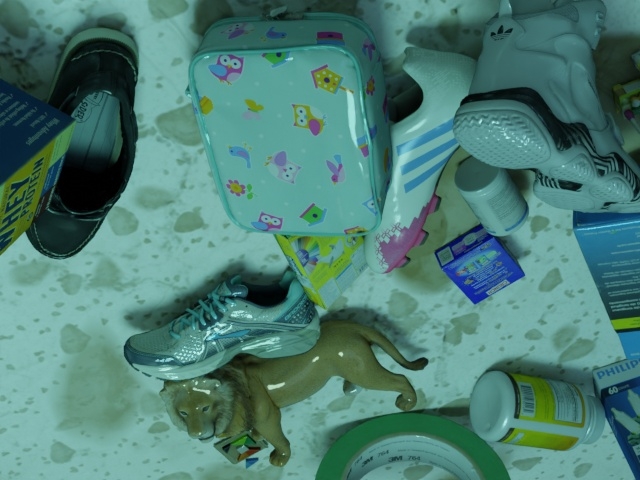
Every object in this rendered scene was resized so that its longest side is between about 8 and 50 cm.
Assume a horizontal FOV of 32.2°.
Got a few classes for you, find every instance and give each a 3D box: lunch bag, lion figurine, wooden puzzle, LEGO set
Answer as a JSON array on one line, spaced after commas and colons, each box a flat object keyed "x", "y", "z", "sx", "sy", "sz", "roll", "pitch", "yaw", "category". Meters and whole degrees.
[{"x": -0.036, "y": -0.138, "z": 1.304, "sx": 0.224, "sy": 0.108, "sz": 0.279, "roll": 2, "pitch": 129, "yaw": 16, "category": "lunch bag"}, {"x": -0.035, "y": 0.203, "z": 1.671, "sx": 0.392, "sy": 0.142, "sz": 0.240, "roll": -28, "pitch": 127, "yaw": -7, "category": "lion figurine"}, {"x": -0.132, "y": 0.344, "z": 1.841, "sx": 0.078, "sy": 0.014, "sz": 0.116, "roll": -32, "pitch": 133, "yaw": 16, "category": "wooden puzzle"}, {"x": 0.470, "y": -0.214, "z": 1.404, "sx": 0.287, "sy": 0.107, "sz": 0.132, "roll": -37, "pitch": 131, "yaw": 21, "category": "LEGO set"}]

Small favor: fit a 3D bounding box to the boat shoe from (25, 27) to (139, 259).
[{"x": -0.287, "y": -0.083, "z": 1.322, "sx": 0.127, "sy": 0.113, "sz": 0.340, "roll": 12, "pitch": 129, "yaw": -26, "category": "boat shoe"}]

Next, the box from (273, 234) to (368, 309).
[{"x": 0.000, "y": 0.000, "z": 1.496, "sx": 0.105, "sy": 0.043, "sz": 0.179, "roll": -45, "pitch": 139, "yaw": -18, "category": "box"}]

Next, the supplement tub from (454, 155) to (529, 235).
[{"x": 0.235, "y": -0.061, "z": 1.514, "sx": 0.071, "sy": 0.071, "sz": 0.107, "roll": -28, "pitch": 134, "yaw": 12, "category": "supplement tub"}]

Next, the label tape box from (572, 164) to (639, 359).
[{"x": 0.523, "y": 0.028, "z": 1.603, "sx": 0.241, "sy": 0.106, "sz": 0.333, "roll": -9, "pitch": 138, "yaw": 23, "category": "label tape box"}]

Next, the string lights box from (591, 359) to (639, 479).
[{"x": 0.558, "y": 0.314, "z": 1.824, "sx": 0.133, "sy": 0.259, "sz": 0.076, "roll": -19, "pitch": 135, "yaw": 2, "category": "string lights box"}]

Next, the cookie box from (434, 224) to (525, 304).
[{"x": 0.234, "y": 0.035, "z": 1.625, "sx": 0.092, "sy": 0.040, "sz": 0.107, "roll": -32, "pitch": 132, "yaw": 15, "category": "cookie box"}]

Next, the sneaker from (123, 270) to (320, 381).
[{"x": -0.143, "y": 0.107, "z": 1.568, "sx": 0.283, "sy": 0.110, "sz": 0.122, "roll": -13, "pitch": 123, "yaw": -13, "category": "sneaker"}]

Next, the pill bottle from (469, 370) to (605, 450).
[{"x": 0.365, "y": 0.287, "z": 1.848, "sx": 0.215, "sy": 0.117, "sz": 0.117, "roll": 12, "pitch": 129, "yaw": -24, "category": "pill bottle"}]

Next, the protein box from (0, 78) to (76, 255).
[{"x": -0.408, "y": -0.084, "z": 1.180, "sx": 0.201, "sy": 0.200, "sz": 0.136, "roll": 28, "pitch": 126, "yaw": 1, "category": "protein box"}]

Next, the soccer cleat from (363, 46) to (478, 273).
[{"x": 0.100, "y": -0.105, "z": 1.423, "sx": 0.143, "sy": 0.116, "sz": 0.331, "roll": 18, "pitch": 124, "yaw": -12, "category": "soccer cleat"}]

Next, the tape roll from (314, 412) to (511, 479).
[{"x": 0.148, "y": 0.427, "z": 1.780, "sx": 0.321, "sy": 0.321, "sz": 0.077, "roll": -7, "pitch": 134, "yaw": -8, "category": "tape roll"}]

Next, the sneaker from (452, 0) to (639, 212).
[{"x": 0.304, "y": -0.164, "z": 1.330, "sx": 0.137, "sy": 0.210, "sz": 0.366, "roll": 3, "pitch": 166, "yaw": 44, "category": "sneaker"}]
